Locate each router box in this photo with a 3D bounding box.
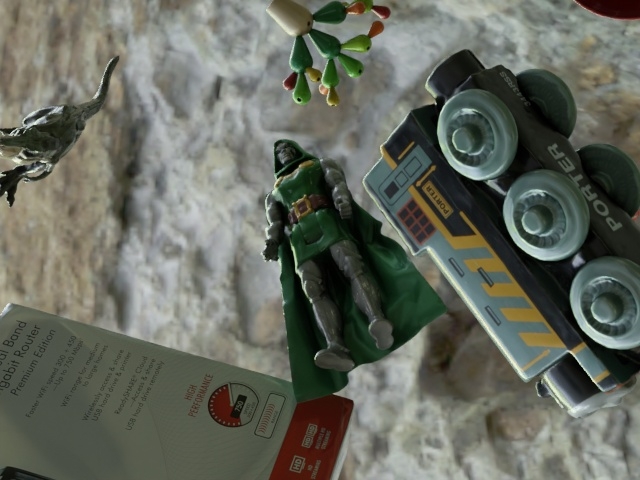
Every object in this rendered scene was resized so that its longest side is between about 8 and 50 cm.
[{"bbox_3d":[-0.164,0.228,0.757,0.301,0.335,0.082,14,-42,8],"label":"router box"}]

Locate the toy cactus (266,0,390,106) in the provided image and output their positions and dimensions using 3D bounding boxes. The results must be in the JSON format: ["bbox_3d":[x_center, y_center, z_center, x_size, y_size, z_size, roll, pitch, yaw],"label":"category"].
[{"bbox_3d":[-0.004,-0.323,1.656,0.219,0.180,0.112,-54,-170,-4],"label":"toy cactus"}]

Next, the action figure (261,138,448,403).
[{"bbox_3d":[0.000,0.000,0.845,0.137,0.063,0.232,-31,-132,11],"label":"action figure"}]

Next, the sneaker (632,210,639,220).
[{"bbox_3d":[0.351,-0.016,1.275,0.075,0.057,0.161,-19,-132,23],"label":"sneaker"}]

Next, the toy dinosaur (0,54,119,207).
[{"bbox_3d":[-0.272,-0.104,1.034,0.118,0.268,0.064,-33,-72,20],"label":"toy dinosaur"}]

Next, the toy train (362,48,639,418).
[{"bbox_3d":[0.184,-0.003,0.912,0.334,0.142,0.190,53,-45,12],"label":"toy train"}]

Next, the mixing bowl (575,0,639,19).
[{"bbox_3d":[0.345,-0.331,1.137,0.182,0.098,0.181,5,-78,22],"label":"mixing bowl"}]
